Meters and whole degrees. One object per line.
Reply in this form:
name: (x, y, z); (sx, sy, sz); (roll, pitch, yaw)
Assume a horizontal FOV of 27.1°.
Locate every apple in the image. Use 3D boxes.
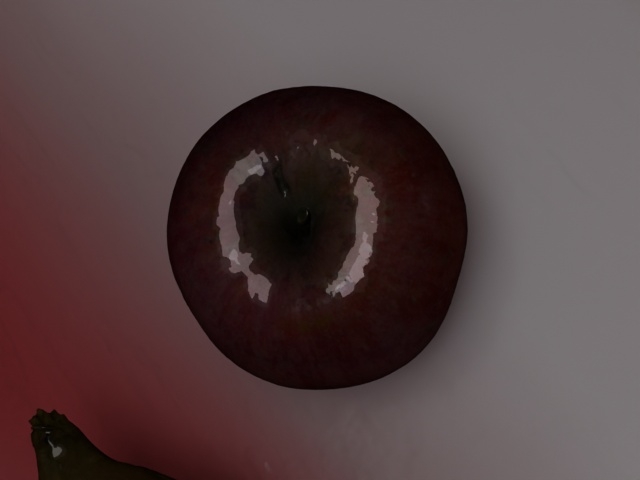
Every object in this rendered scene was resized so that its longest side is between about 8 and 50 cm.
apple: (0.000, 0.000, 0.672); (0.153, 0.120, 0.153); (-1, 85, 17)

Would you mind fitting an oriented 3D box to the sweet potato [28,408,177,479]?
sweet potato: (-0.050, 0.246, 0.632); (0.157, 0.158, 0.370); (-25, 66, 12)
